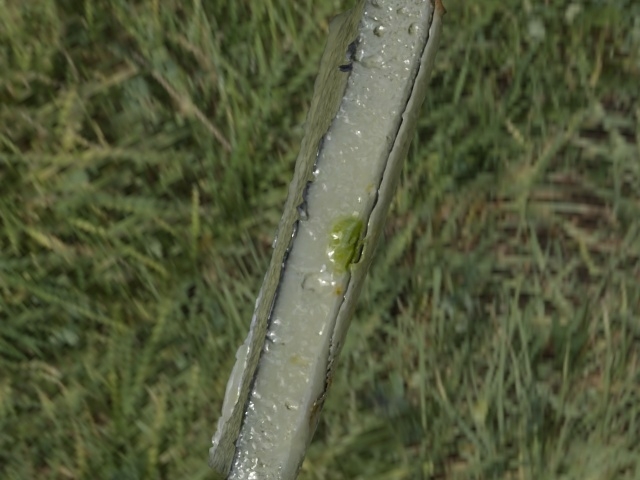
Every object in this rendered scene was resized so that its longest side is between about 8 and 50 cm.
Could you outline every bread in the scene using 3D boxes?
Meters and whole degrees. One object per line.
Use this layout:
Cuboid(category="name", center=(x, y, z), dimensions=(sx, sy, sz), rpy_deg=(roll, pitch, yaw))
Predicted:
Cuboid(category="bread", center=(0.000, 0.000, 0.563), dimensions=(0.028, 0.068, 0.154), rpy_deg=(18, 84, -8))
